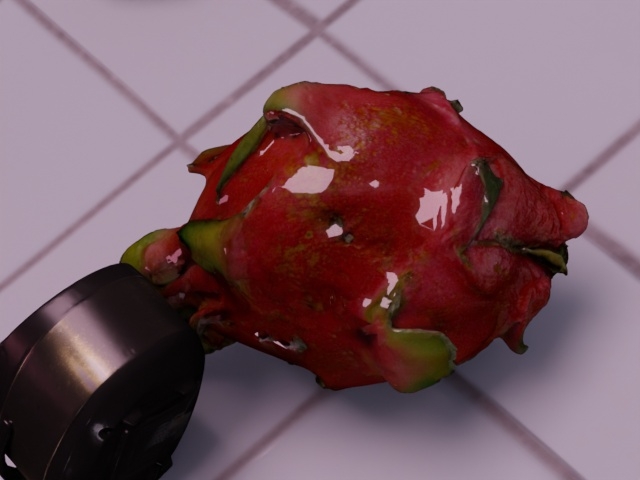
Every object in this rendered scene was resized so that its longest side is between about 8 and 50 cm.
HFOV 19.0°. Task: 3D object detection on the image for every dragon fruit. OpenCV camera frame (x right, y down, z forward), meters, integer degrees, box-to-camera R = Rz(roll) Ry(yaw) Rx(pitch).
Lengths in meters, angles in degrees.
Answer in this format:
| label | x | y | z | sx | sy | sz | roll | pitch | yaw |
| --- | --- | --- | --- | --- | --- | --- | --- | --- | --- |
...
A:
| label | x | y | z | sx | sy | sz | roll | pitch | yaw |
| --- | --- | --- | --- | --- | --- | --- | --- | --- | --- |
| dragon fruit | 0.014 | 0.010 | 1.123 | 0.269 | 0.200 | 0.198 | -35 | 38 | 51 |

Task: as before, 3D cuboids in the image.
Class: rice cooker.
| label | x | y | z | sx | sy | sz | roll | pitch | yaw |
| --- | --- | --- | --- | --- | --- | --- | --- | --- | --- |
| rice cooker | -0.132 | 0.089 | 1.115 | 0.106 | 0.165 | 0.112 | 41 | 47 | 24 |
